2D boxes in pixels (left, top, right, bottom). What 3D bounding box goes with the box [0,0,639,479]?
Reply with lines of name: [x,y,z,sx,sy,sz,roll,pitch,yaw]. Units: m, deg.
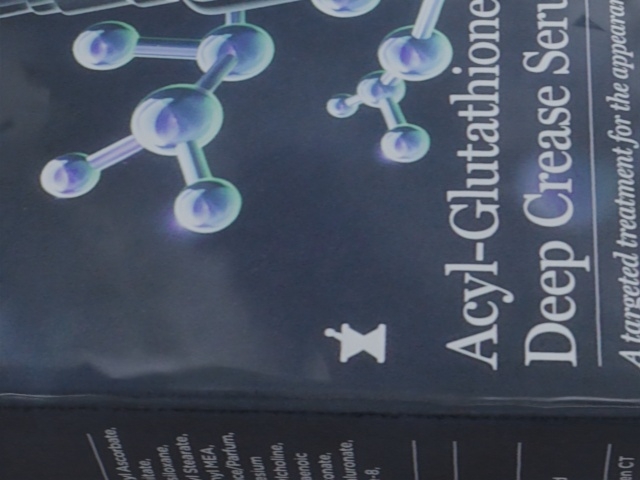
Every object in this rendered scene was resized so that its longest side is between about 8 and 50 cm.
box: [0.000,0.000,0.733,0.396,0.212,0.293,0,55,6]
